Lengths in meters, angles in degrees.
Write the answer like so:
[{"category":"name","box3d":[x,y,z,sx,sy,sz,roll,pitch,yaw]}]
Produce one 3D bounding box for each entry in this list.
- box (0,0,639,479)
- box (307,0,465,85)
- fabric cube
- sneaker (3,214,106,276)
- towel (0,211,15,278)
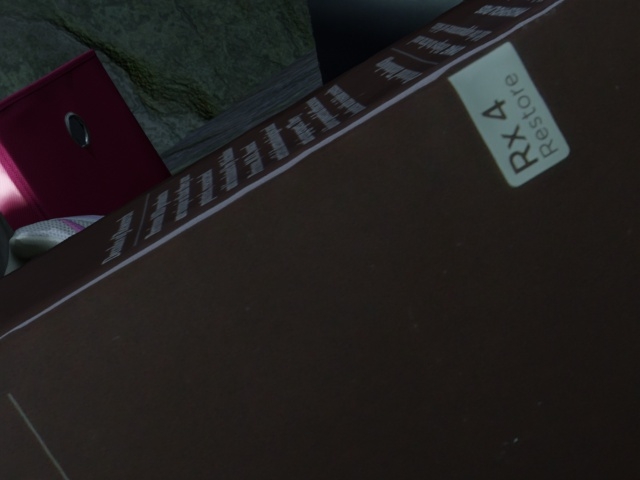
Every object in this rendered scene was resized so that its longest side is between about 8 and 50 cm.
[{"category":"box","box3d":[0.064,0.018,0.467,0.381,0.191,0.143,-32,12,3]},{"category":"box","box3d":[0.201,-0.200,0.782,0.312,0.179,0.343,5,30,28]},{"category":"fabric cube","box3d":[-0.294,0.005,1.232,0.259,0.258,0.254,-27,12,23]},{"category":"sneaker","box3d":[-0.092,0.071,0.637,0.111,0.103,0.252,0,30,-35]},{"category":"towel","box3d":[-0.186,0.067,0.644,0.049,0.187,0.282,-23,41,5]}]
